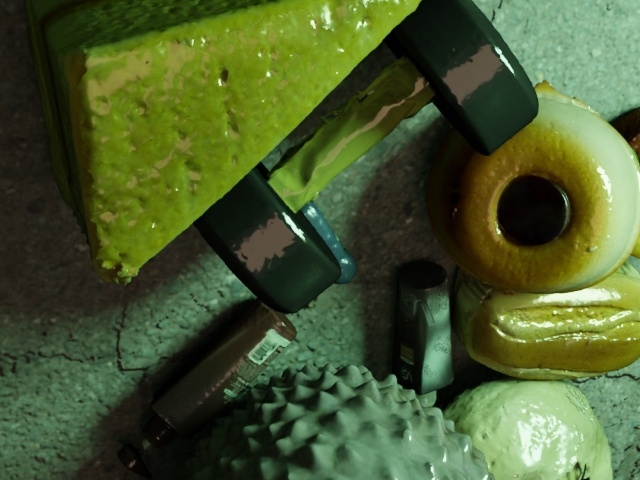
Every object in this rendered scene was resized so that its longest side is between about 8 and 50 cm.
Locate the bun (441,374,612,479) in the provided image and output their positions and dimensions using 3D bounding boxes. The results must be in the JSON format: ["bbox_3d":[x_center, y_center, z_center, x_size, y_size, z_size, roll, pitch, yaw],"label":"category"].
[{"bbox_3d":[0.231,0.278,1.703,0.259,0.152,0.259,-15,131,-18],"label":"bun"}]

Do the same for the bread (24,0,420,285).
[{"bbox_3d":[-0.066,-0.149,1.320,0.361,0.233,0.245,-15,122,-14],"label":"bread"}]

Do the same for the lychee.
[{"bbox_3d":[0.023,0.329,1.506,0.380,0.432,0.380,-12,137,-11],"label":"lychee"}]

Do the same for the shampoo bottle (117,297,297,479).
[{"bbox_3d":[-0.125,0.159,1.571,0.236,0.067,0.068,-43,105,7],"label":"shampoo bottle"}]

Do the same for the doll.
[{"bbox_3d":[0.000,0.000,1.555,0.037,0.027,0.125,-35,121,-1],"label":"doll"}]

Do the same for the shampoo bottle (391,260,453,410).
[{"bbox_3d":[0.117,0.123,1.651,0.063,0.057,0.208,-20,127,-26],"label":"shampoo bottle"}]

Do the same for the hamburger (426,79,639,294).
[{"bbox_3d":[0.221,-0.044,1.530,0.236,0.147,0.237,3,104,13],"label":"hamburger"}]

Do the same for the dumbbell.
[{"bbox_3d":[0.028,-0.100,1.403,0.322,0.204,0.204,-39,124,3],"label":"dumbbell"}]

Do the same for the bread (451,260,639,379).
[{"bbox_3d":[0.267,0.087,1.660,0.236,0.106,0.140,0,119,-21],"label":"bread"}]

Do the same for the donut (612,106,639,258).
[{"bbox_3d":[0.377,-0.072,1.634,0.166,0.073,0.184,-28,125,-6],"label":"donut"}]
